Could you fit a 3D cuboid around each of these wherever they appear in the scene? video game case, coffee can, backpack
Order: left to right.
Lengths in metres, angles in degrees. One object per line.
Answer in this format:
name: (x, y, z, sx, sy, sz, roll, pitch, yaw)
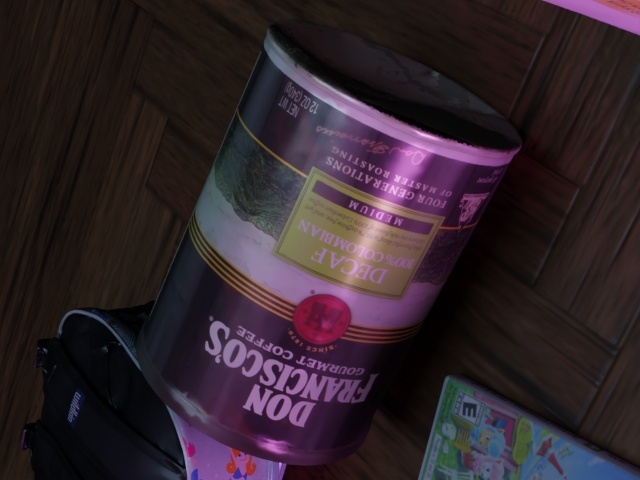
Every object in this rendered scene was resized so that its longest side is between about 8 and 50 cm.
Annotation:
backpack: (-0.138, 0.195, 0.935, 0.253, 0.191, 0.225, 36, 116, 50)
coffee can: (0.000, 0.000, 0.792, 0.201, 0.201, 0.275, 44, 118, 39)
video game case: (0.140, 0.232, 0.760, 0.193, 0.023, 0.212, 25, 106, 44)

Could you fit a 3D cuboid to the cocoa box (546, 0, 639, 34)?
cocoa box: (0.261, -0.193, 0.418, 0.228, 0.347, 0.231, 2, 89, 46)
